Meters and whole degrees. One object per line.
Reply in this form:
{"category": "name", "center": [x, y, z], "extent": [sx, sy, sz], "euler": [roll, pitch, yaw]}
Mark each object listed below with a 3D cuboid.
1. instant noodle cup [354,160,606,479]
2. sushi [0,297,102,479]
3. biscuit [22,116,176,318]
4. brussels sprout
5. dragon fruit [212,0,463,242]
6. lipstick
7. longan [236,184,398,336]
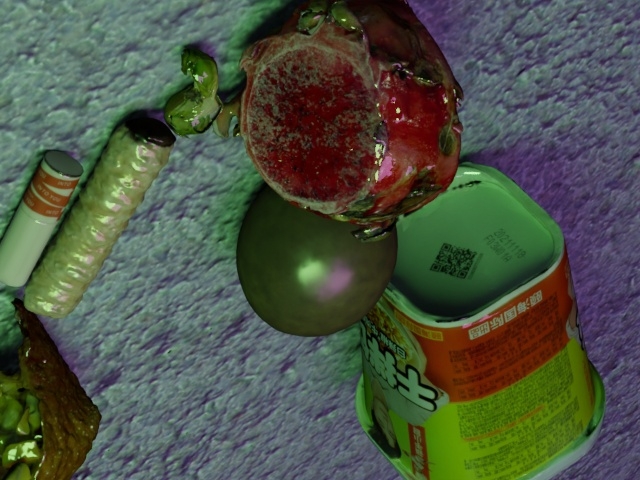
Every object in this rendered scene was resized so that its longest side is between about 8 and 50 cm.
{"category": "instant noodle cup", "center": [0.165, 0.098, 2.066], "extent": [0.294, 0.294, 0.308], "euler": [-31, 139, -15]}
{"category": "sushi", "center": [-0.324, 0.218, 1.761], "extent": [0.296, 0.167, 0.179], "euler": [-46, 151, 11]}
{"category": "biscuit", "center": [-0.206, -0.022, 1.709], "extent": [0.061, 0.055, 0.219], "euler": [7, 124, -44]}
{"category": "brussels sprout", "center": [-0.112, -0.134, 1.679], "extent": [0.051, 0.046, 0.083], "euler": [-10, 136, -36]}
{"category": "dragon fruit", "center": [0.013, -0.125, 1.693], "extent": [0.147, 0.211, 0.282], "euler": [-18, 116, -41]}
{"category": "lipstick", "center": [-0.257, -0.019, 1.675], "extent": [0.038, 0.038, 0.131], "euler": [1, 130, -46]}
{"category": "longan", "center": [0.000, 0.000, 1.865], "extent": [0.185, 0.159, 0.204], "euler": [112, -1, -63]}
